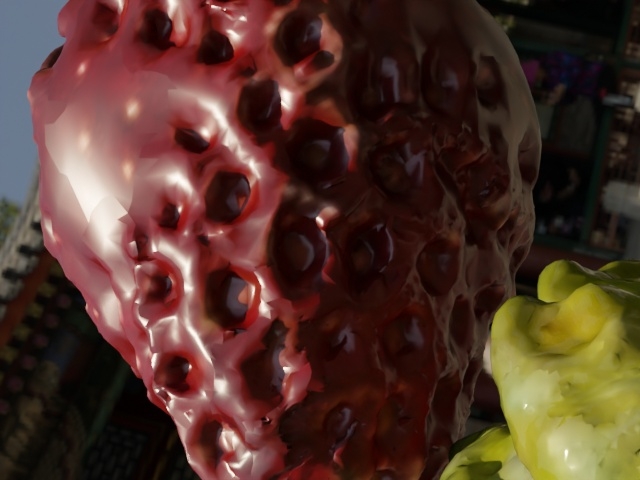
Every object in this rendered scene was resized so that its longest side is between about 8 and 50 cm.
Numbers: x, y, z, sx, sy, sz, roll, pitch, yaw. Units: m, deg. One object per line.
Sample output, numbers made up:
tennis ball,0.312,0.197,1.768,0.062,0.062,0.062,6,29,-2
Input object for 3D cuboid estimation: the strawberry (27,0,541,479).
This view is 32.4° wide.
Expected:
strawberry,0.000,0.000,0.611,0.317,0.295,0.345,94,164,-54

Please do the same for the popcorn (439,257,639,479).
popcorn,0.166,0.131,0.412,0.312,0.312,0.312,14,-90,-80
